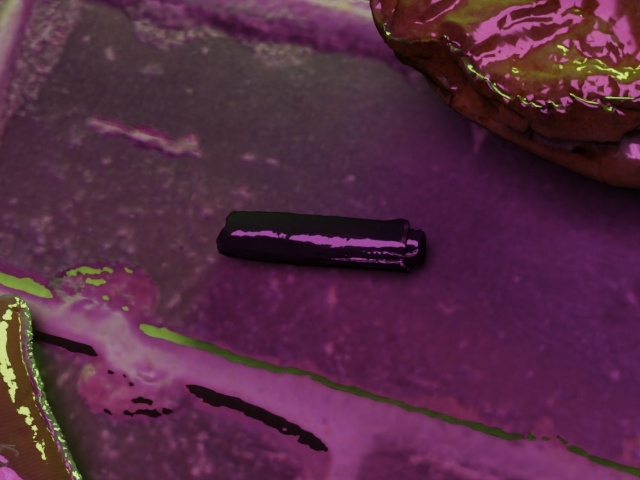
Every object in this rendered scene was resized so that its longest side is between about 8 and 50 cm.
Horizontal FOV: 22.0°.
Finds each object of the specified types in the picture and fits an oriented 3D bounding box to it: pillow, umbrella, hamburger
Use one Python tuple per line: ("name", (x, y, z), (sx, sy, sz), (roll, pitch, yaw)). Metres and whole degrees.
("pillow", (-0.233, 0.138, 1.006), (0.171, 0.075, 0.179), (-28, 67, 3))
("umbrella", (0.000, -0.001, 1.021), (0.133, 0.031, 0.036), (5, 73, 16))
("hamburger", (0.183, -0.165, 0.980), (0.285, 0.134, 0.265), (32, 88, 28))
